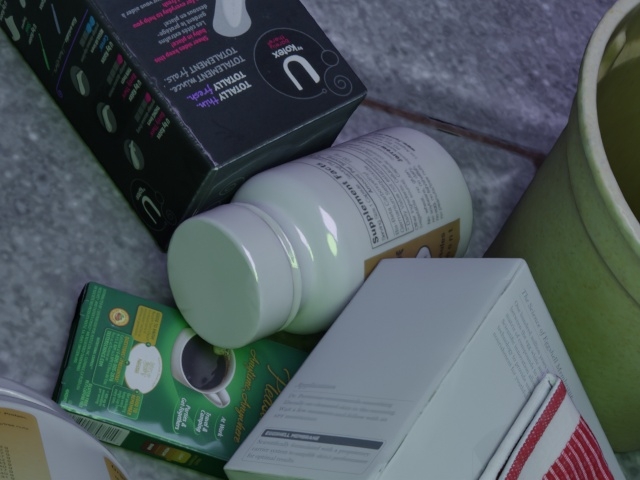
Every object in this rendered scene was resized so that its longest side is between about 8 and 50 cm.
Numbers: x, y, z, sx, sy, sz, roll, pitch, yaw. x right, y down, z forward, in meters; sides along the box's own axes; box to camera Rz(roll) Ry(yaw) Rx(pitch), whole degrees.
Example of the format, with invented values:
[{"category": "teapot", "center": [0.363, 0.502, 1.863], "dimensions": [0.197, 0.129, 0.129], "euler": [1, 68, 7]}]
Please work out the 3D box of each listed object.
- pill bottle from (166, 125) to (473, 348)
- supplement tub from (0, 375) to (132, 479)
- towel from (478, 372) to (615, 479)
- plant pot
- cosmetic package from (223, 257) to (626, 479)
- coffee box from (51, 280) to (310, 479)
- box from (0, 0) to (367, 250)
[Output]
[{"category": "pill bottle", "center": [0.000, 0.000, 1.250], "dimensions": [0.229, 0.131, 0.131], "euler": [-22, 73, -42]}, {"category": "supplement tub", "center": [-0.189, 0.218, 0.873], "dimensions": [0.228, 0.228, 0.316], "euler": [10, 15, -19]}, {"category": "towel", "center": [0.175, 0.289, 1.124], "dimensions": [0.237, 0.037, 0.329], "euler": [-53, 128, -37]}, {"category": "plant pot", "center": [0.277, 0.012, 1.280], "dimensions": [0.334, 0.305, 0.334], "euler": [11, 58, -19]}, {"category": "cosmetic package", "center": [0.083, 0.166, 1.148], "dimensions": [0.224, 0.138, 0.224], "euler": [-50, 125, -36]}, {"category": "coffee box", "center": [-0.103, 0.111, 1.214], "dimensions": [0.184, 0.040, 0.113], "euler": [18, 55, -13]}, {"category": "box", "center": [-0.120, -0.157, 1.298], "dimensions": [0.165, 0.143, 0.270], "euler": [-29, 76, -32]}]
